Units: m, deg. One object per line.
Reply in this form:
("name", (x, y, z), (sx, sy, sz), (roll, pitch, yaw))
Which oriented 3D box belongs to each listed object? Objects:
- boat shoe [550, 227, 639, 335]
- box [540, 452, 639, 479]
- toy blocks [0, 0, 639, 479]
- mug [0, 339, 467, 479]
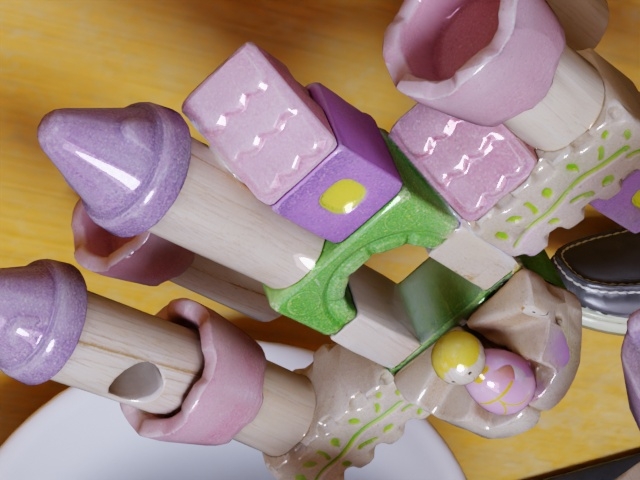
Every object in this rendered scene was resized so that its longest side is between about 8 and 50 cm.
("boat shoe", (0.228, 0.000, 0.827), (0.223, 0.080, 0.073), (-4, 125, -14))
("box", (0.279, 0.328, 0.900), (0.293, 0.395, 0.212), (-15, 131, 3))
("toy blocks", (0.000, 0.000, 0.615), (0.288, 0.309, 0.260), (-41, 136, 22))
("mug", (-0.076, 0.293, 0.845), (0.374, 0.276, 0.328), (-44, 149, -30))
